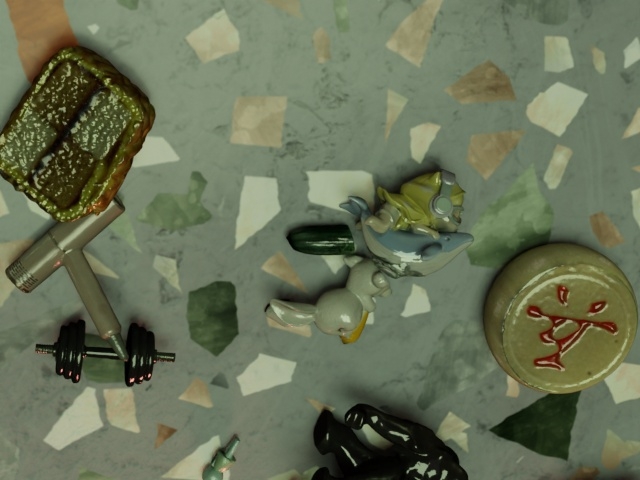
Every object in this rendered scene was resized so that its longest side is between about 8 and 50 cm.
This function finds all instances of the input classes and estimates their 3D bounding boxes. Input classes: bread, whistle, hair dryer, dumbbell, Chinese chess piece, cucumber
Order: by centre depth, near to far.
[{"bbox_3d":[-0.339,-0.146,1.648,0.181,0.096,0.222,35,100,-1],"label":"bread"},{"bbox_3d":[-0.320,0.061,1.720,0.195,0.053,0.220,-42,81,4],"label":"hair dryer"},{"bbox_3d":[-0.324,0.170,1.781,0.209,0.099,0.099,5,108,-14],"label":"dumbbell"},{"bbox_3d":[0.000,0.000,1.814,0.105,0.048,0.048,-1,110,-10],"label":"cucumber"},{"bbox_3d":[0.388,0.126,1.911,0.250,0.103,0.249,-3,110,-8],"label":"Chinese chess piece"},{"bbox_3d":[-0.161,0.362,1.919,0.035,0.035,0.100,31,100,-20],"label":"whistle"}]

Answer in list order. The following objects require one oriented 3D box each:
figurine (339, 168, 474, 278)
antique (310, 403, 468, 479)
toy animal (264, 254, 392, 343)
[{"bbox_3d":[0.134,-0.031,1.787,0.209,0.128,0.183,22,81,-6],"label":"figurine"},{"bbox_3d":[0.086,0.433,1.918,0.255,0.185,0.322,19,99,-13],"label":"antique"},{"bbox_3d":[0.018,0.101,1.846,0.182,0.131,0.127,-38,81,-4],"label":"toy animal"}]
